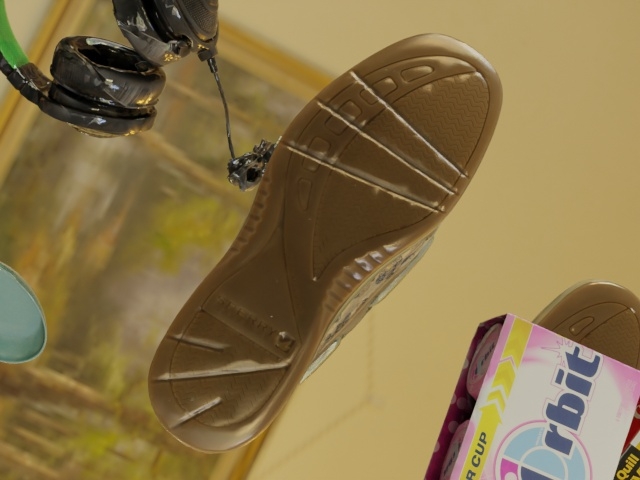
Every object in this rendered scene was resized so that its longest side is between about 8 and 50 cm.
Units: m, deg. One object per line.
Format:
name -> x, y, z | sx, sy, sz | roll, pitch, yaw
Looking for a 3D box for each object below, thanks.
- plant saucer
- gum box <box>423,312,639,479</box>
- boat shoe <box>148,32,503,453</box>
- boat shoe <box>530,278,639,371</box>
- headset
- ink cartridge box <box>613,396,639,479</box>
plant saucer -> -0.281, 0.053, 1.353 | 0.119, 0.119, 0.021 | -50, -176, 46
gum box -> 0.132, 0.158, 1.061 | 0.062, 0.107, 0.188 | 143, -30, -72
boat shoe -> 0.000, 0.000, 0.933 | 0.285, 0.104, 0.089 | -50, 174, -9
boat shoe -> 0.169, 0.178, 1.402 | 0.341, 0.121, 0.110 | -60, -169, 7
headset -> -0.201, -0.200, 1.667 | 0.243, 0.394, 0.185 | -49, -179, 21
ink cartridge box -> 0.378, 0.188, 1.482 | 0.309, 0.272, 0.130 | -53, 164, -3
